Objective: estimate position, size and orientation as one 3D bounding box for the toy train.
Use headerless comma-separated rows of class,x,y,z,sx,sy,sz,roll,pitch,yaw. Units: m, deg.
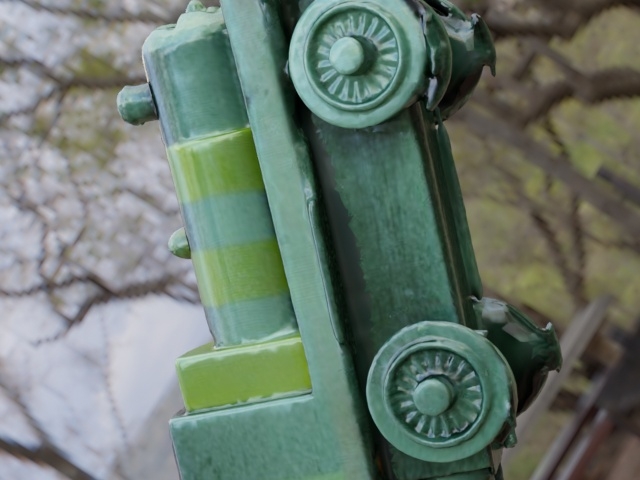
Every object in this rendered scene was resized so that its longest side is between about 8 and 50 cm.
toy train,0.000,0.000,0.623,0.083,0.132,0.200,-13,-90,-69
